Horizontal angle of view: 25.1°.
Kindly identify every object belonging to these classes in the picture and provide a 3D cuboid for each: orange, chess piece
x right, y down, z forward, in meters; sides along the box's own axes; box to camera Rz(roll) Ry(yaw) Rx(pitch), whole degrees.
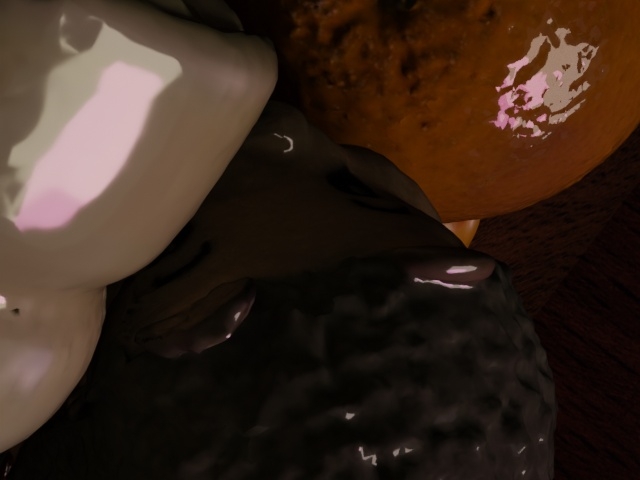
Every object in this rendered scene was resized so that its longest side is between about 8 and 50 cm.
[{"bbox_3d":[0.058,-0.114,0.681,0.236,0.236,0.236,-46,164,-17],"label":"orange"},{"bbox_3d":[-0.195,0.085,0.428,0.442,0.234,0.234,-57,164,10],"label":"chess piece"}]

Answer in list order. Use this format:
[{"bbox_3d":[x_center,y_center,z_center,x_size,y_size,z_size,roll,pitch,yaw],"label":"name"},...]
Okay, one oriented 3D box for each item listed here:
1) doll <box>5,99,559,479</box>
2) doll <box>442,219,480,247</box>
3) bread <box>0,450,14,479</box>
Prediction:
[{"bbox_3d":[-0.023,0.072,0.597,0.247,0.247,0.349,-48,-174,-11],"label":"doll"},{"bbox_3d":[0.003,0.019,0.953,0.166,0.162,0.269,16,120,-48],"label":"doll"},{"bbox_3d":[-0.196,0.125,0.710,0.160,0.073,0.160,22,90,-84],"label":"bread"}]
